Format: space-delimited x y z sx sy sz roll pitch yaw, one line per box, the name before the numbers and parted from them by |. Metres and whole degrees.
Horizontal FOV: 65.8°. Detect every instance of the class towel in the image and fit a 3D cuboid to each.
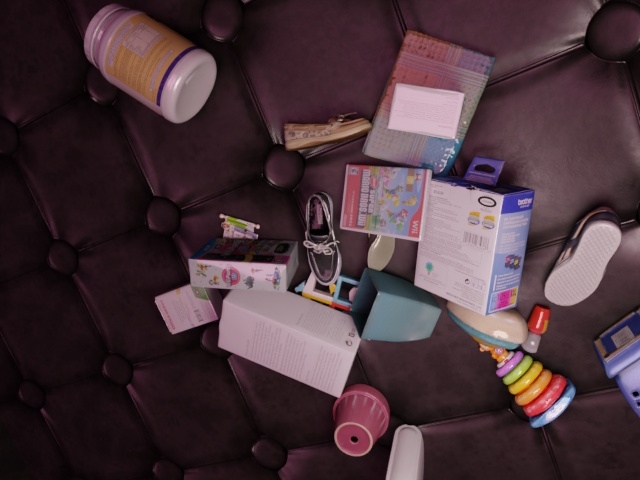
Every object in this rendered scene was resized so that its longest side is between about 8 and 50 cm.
towel | 0.307 -0.385 1.436 0.271 0.040 0.371 22 108 9

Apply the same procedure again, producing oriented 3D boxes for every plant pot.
plant pot | 0.129 0.623 1.686 0.201 0.180 0.202 4 105 14
plant pot | 0.239 0.211 1.537 0.234 0.165 0.166 12 111 -14
plant pot | 0.913 0.332 1.368 0.212 0.236 0.236 46 112 5

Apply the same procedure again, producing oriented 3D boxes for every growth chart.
growth chart | -0.277 0.034 1.720 0.171 0.021 0.238 11 108 11

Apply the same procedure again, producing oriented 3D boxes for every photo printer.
photo printer | 0.278 0.784 1.620 0.107 0.307 0.256 2 108 16

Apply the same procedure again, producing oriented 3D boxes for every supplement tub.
supplement tub | -0.514 -0.541 1.508 0.331 0.241 0.241 33 111 4

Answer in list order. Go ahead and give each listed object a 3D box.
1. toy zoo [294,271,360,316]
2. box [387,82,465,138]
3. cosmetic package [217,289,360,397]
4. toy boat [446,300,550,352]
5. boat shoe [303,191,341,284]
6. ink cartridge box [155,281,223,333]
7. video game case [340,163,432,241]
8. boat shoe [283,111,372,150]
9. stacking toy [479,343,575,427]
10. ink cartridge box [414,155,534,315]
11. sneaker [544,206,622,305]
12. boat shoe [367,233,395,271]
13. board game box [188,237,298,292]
toy zoo | 0.053 0.204 1.671 0.293 0.030 0.193 16 109 11
box | 0.287 -0.347 1.333 0.181 0.181 0.119 12 106 12
cosmetic package | -0.100 0.314 1.647 0.452 0.161 0.230 21 126 9
toy boat | 0.542 0.256 1.461 0.317 0.267 0.148 8 103 -20
boat shoe | 0.004 0.000 1.573 0.113 0.105 0.307 2 100 12
ink cartridge box | -0.467 0.230 1.788 0.212 0.093 0.155 -21 98 18
video game case | 0.186 -0.117 1.468 0.285 0.025 0.204 10 97 38
boat shoe | 0.015 -0.337 1.491 0.285 0.104 0.090 -8 95 22
stacking toy | 0.612 0.403 1.527 0.302 0.165 0.175 46 103 16
ink cartridge box | 0.422 -0.028 1.377 0.270 0.151 0.396 24 118 51
sneaker | 0.747 0.048 1.398 0.126 0.127 0.321 26 135 13
boat shoe | 0.191 -0.015 1.555 0.081 0.069 0.228 6 110 -17
board game box | -0.238 0.073 1.591 0.303 0.224 0.098 2 108 7
